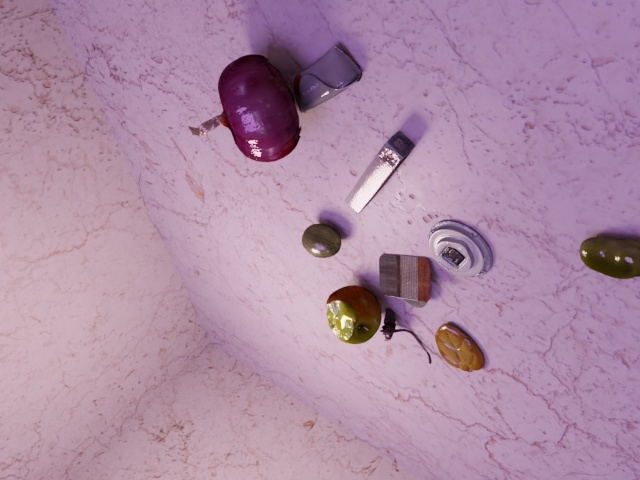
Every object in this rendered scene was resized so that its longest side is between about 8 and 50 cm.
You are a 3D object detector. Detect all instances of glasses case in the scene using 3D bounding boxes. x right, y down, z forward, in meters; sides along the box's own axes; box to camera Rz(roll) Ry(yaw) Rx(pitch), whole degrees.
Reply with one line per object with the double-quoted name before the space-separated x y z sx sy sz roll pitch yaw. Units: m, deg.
"glasses case" -0.008 -0.501 1.745 0.308 0.083 0.128 -12 118 54

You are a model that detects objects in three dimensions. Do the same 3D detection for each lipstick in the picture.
"lipstick" 0.189 -0.216 1.841 0.076 0.080 0.371 43 148 4

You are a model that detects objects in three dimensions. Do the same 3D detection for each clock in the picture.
"clock" 0.455 0.043 1.847 0.236 0.053 0.237 32 147 24

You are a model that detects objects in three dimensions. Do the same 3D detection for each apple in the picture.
"apple" 0.137 0.320 2.344 0.226 0.246 0.246 -112 6 -50

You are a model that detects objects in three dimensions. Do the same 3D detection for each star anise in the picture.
"star anise" 0.368 0.410 2.343 0.227 0.148 0.219 6 101 12

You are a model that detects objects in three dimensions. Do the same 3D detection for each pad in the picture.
"pad" 0.297 0.218 2.072 0.055 0.324 0.249 19 169 -41

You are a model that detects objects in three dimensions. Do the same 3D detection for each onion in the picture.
"onion" -0.220 -0.418 1.829 0.358 0.345 0.358 41 162 16

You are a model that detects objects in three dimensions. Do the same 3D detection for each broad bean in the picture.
"broad bean" 0.776 0.043 1.446 0.174 0.082 0.125 9 133 59

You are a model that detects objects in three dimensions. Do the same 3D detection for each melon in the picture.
"melon" 0.000 0.000 2.262 0.192 0.139 0.139 21 141 39

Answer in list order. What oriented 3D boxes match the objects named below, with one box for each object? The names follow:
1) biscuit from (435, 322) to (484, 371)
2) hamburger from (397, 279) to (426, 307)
"biscuit" 0.543 0.430 2.195 0.202 0.041 0.260 4 131 49
"hamburger" 0.359 0.194 2.128 0.140 0.062 0.133 40 151 9
